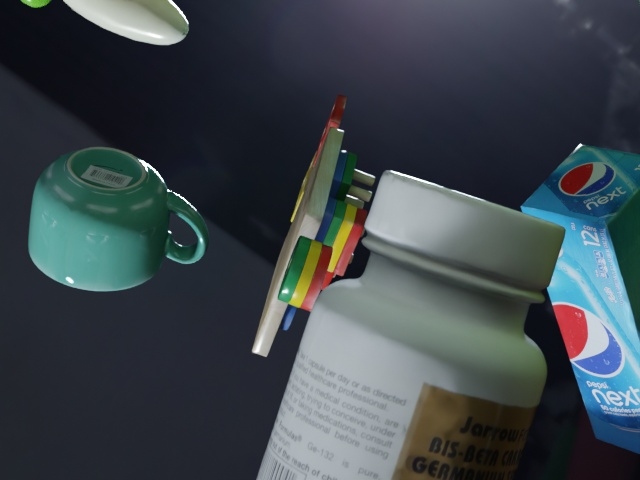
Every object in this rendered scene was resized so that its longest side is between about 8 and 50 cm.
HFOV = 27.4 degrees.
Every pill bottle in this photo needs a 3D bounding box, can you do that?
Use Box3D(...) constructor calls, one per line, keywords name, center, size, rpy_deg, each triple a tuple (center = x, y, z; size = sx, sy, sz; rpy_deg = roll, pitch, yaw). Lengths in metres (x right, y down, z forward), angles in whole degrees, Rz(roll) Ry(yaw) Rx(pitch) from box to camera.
Box3D(name="pill bottle", center=(0.047, 0.086, 0.700), size=(0.131, 0.131, 0.229), rpy_deg=(-132, -121, -83))

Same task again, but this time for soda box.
Box3D(name="soda box", center=(0.201, 0.044, 0.859), size=(0.067, 0.210, 0.071), rpy_deg=(15, -132, 45))

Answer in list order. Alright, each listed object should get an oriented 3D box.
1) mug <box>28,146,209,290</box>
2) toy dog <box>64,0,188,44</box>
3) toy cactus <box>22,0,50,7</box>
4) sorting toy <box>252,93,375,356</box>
Box3D(name="mug", center=(-0.196, -0.031, 1.250), size=(0.157, 0.129, 0.097), rpy_deg=(-13, 131, -33))
Box3D(name="toy dog", center=(-0.025, -0.237, 0.488), size=(0.284, 0.407, 0.396), rpy_deg=(-27, 127, -49))
Box3D(name="toy cactus", center=(-0.137, -0.246, 0.958), size=(0.219, 0.112, 0.180), rpy_deg=(-19, -178, 3))
Box3D(name="sorting toy", center=(0.000, 0.000, 0.989), size=(0.274, 0.046, 0.132), rpy_deg=(-77, -172, -58))
